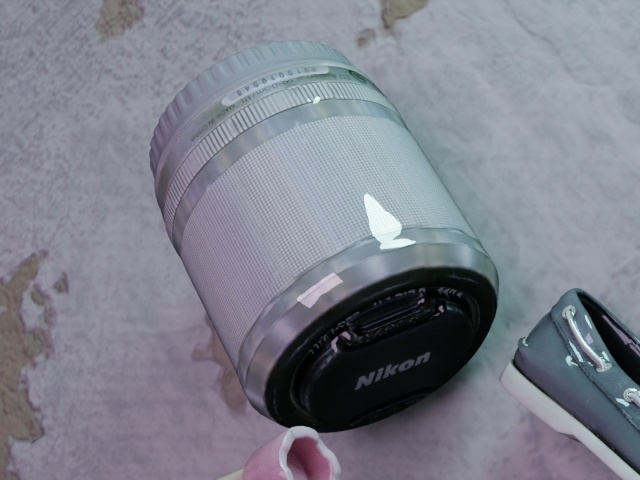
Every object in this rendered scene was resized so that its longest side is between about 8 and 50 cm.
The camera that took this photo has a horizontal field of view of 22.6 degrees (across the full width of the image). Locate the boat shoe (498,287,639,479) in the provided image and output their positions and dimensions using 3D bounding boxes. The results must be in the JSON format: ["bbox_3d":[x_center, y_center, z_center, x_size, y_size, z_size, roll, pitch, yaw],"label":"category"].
[{"bbox_3d":[0.262,0.138,1.134,0.319,0.116,0.099,35,99,43],"label":"boat shoe"}]

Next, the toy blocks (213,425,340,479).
[{"bbox_3d":[0.090,0.289,1.089,0.260,0.288,0.309,-27,57,31],"label":"toy blocks"}]

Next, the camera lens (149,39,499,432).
[{"bbox_3d":[0.000,0.000,1.298,0.219,0.219,0.274,-40,56,17],"label":"camera lens"}]
